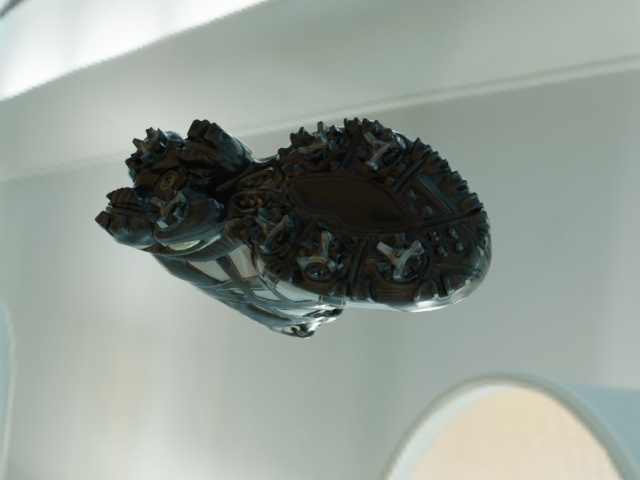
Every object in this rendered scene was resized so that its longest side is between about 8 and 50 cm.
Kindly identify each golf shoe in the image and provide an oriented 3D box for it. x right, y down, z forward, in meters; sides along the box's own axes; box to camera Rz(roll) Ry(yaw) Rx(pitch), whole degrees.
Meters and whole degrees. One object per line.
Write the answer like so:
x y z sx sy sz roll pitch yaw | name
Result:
0.000 0.000 0.545 0.198 0.094 0.077 14 -114 43 | golf shoe
